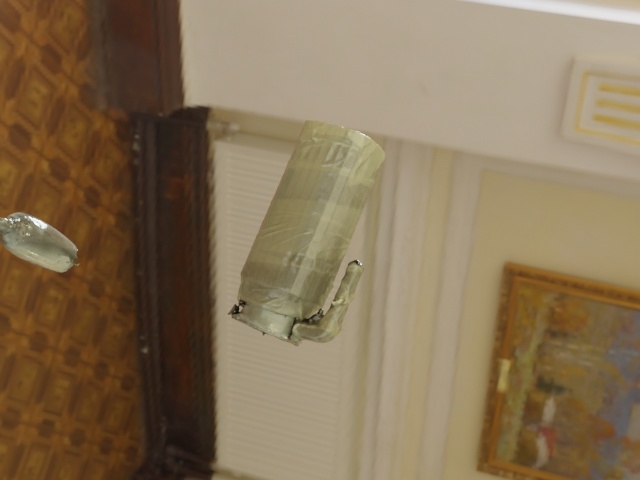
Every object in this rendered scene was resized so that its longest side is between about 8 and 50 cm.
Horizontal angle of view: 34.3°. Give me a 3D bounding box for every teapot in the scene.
[{"bbox_3d":[0.000,0.000,0.947,0.200,0.107,0.077,-67,154,-6],"label":"teapot"}]

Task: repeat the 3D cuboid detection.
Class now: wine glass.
[{"bbox_3d":[-0.416,-0.013,1.410,0.262,0.074,0.074,43,60,-63],"label":"wine glass"}]
